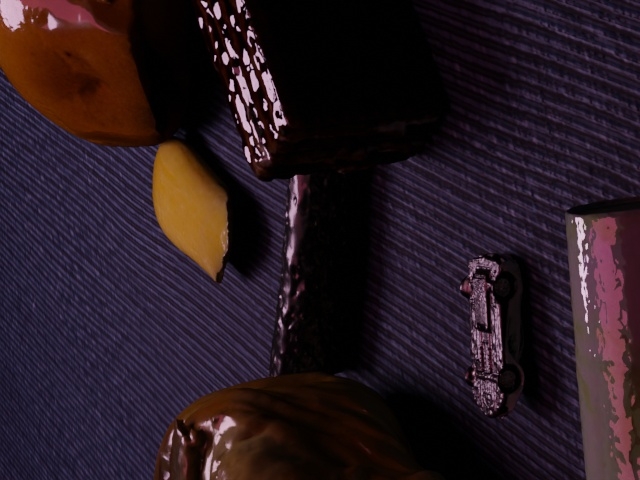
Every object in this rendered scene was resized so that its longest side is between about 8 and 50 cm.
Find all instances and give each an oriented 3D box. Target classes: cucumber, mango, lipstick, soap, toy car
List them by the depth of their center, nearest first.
[{"bbox_3d":[0.162,0.131,0.872,0.076,0.076,0.304,8,107,65],"label":"lipstick"},{"bbox_3d":[0.099,0.053,1.038,0.041,0.025,0.093,-170,76,-66],"label":"toy car"},{"bbox_3d":[0.000,0.000,1.211,0.058,0.052,0.214,-84,0,-63],"label":"cucumber"},{"bbox_3d":[-0.176,-0.161,1.424,0.236,0.166,0.136,80,-150,-53],"label":"mango"},{"bbox_3d":[-0.094,-0.019,1.426,0.168,0.033,0.089,-133,38,-51],"label":"soap"}]

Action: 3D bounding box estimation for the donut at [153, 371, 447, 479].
[{"bbox_3d":[0.001,0.263,1.169,0.360,0.170,0.360,172,90,-71],"label":"donut"}]

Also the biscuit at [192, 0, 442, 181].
[{"bbox_3d":[-0.041,-0.220,1.143,0.388,0.107,0.073,70,154,22],"label":"biscuit"}]
